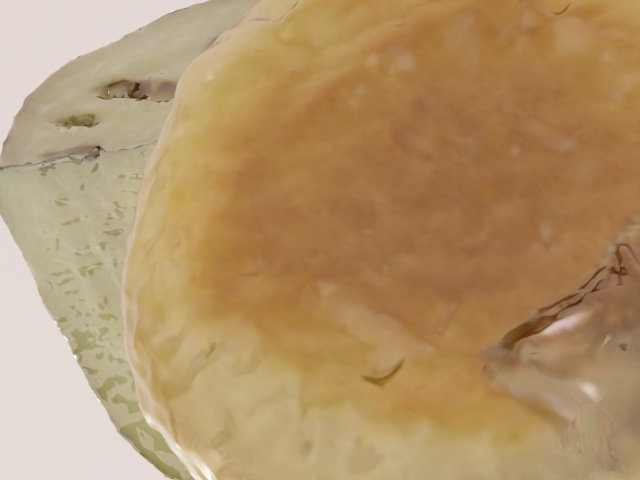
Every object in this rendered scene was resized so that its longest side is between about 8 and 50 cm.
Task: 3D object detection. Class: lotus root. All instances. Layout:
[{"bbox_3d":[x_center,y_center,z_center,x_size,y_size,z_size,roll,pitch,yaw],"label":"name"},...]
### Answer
[{"bbox_3d":[0.015,0.007,0.880,0.267,0.149,0.260,-13,-57,15],"label":"lotus root"}]

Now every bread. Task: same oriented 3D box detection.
[{"bbox_3d":[0.054,0.012,0.592,0.244,0.244,0.134,-4,-30,-4],"label":"bread"}]
